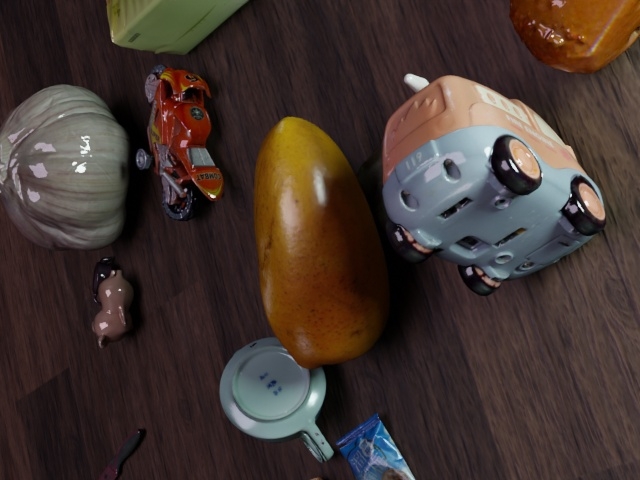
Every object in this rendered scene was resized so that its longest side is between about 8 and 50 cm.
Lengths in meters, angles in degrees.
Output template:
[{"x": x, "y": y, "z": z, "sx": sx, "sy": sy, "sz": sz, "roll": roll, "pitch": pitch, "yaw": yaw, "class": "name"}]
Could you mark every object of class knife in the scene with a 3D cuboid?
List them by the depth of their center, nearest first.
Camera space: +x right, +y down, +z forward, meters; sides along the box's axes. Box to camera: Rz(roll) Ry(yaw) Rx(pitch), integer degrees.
[{"x": -0.399, "y": 0.442, "z": 1.881, "sx": 0.035, "sy": 0.018, "sz": 0.247, "roll": 56, "pitch": 129, "yaw": 26, "class": "knife"}]

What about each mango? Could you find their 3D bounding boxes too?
[{"x": 0.000, "y": 0.000, "z": 1.311, "sx": 0.199, "sy": 0.201, "sz": 0.350, "roll": 15, "pitch": 123, "yaw": 47, "class": "mango"}]

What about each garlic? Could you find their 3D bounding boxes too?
[{"x": -0.492, "y": -0.133, "z": 1.808, "sx": 0.317, "sy": 0.259, "sz": 0.317, "roll": -4, "pitch": 85, "yaw": 50, "class": "garlic"}]

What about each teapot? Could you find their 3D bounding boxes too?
[{"x": -0.062, "y": 0.243, "z": 1.459, "sx": 0.232, "sy": 0.159, "sz": 0.159, "roll": 44, "pitch": 120, "yaw": 25, "class": "teapot"}, {"x": -0.423, "y": 0.079, "z": 1.885, "sx": 0.068, "sy": 0.045, "sz": 0.100, "roll": 136, "pitch": 137, "yaw": -68, "class": "teapot"}]

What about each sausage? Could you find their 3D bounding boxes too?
[{"x": 0.316, "y": -0.314, "z": 1.050, "sx": 0.141, "sy": 0.153, "sz": 0.268, "roll": 43, "pitch": 120, "yaw": 26, "class": "sausage"}]

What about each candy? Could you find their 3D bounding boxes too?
[{"x": 0.084, "y": 0.326, "z": 1.370, "sx": 0.088, "sy": 0.038, "sz": 0.136, "roll": -39, "pitch": 69, "yaw": 23, "class": "candy"}]

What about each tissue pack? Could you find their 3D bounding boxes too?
[{"x": -0.236, "y": -0.419, "z": 1.616, "sx": 0.234, "sy": 0.159, "sz": 0.125, "roll": -27, "pitch": 71, "yaw": 42, "class": "tissue pack"}]

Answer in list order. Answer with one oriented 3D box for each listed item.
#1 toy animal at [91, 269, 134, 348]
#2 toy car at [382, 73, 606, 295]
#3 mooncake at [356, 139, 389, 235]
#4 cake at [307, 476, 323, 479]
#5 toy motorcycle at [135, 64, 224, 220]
[{"x": -0.397, "y": 0.130, "z": 1.833, "sx": 0.089, "sy": 0.083, "sz": 0.150, "roll": 10, "pitch": 87, "yaw": 3, "class": "toy animal"}, {"x": 0.192, "y": -0.080, "z": 1.121, "sx": 0.180, "sy": 0.270, "sz": 0.212, "roll": -36, "pitch": 46, "yaw": 35, "class": "toy car"}, {"x": 0.115, "y": -0.079, "z": 1.313, "sx": 0.130, "sy": 0.073, "sz": 0.125, "roll": -40, "pitch": 60, "yaw": 41, "class": "mooncake"}, {"x": -0.036, "y": 0.501, "z": 1.402, "sx": 0.158, "sy": 0.160, "sz": 0.262, "roll": -44, "pitch": 61, "yaw": 33, "class": "cake"}, {"x": -0.247, "y": -0.185, "z": 1.674, "sx": 0.171, "sy": 0.089, "sz": 0.298, "roll": -26, "pitch": 72, "yaw": 42, "class": "toy motorcycle"}]
